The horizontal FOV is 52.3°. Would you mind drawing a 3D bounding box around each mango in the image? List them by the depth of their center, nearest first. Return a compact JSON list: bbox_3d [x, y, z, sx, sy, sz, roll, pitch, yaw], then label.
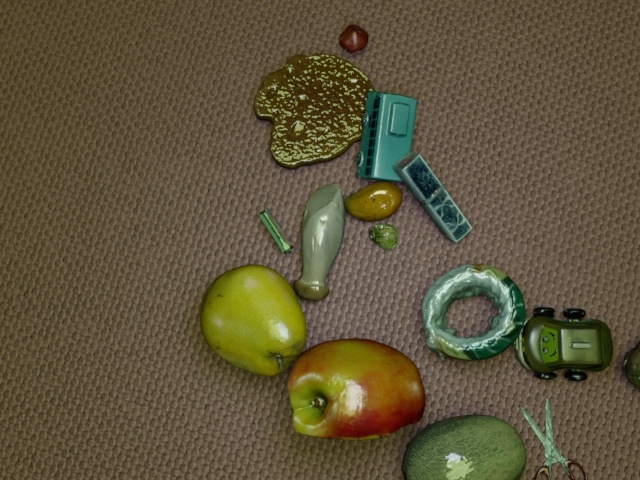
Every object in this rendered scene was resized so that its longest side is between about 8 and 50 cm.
[{"bbox_3d":[0.158,-0.107,1.893,0.165,0.089,0.115,-30,111,7],"label":"mango"}]

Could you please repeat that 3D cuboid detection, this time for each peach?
[{"bbox_3d":[0.113,0.379,1.714,0.307,0.380,0.242,-4,81,28],"label":"peach"}]

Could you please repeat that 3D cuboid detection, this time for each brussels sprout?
[{"bbox_3d":[0.183,-0.015,1.899,0.085,0.058,0.085,-5,70,15],"label":"brussels sprout"}]

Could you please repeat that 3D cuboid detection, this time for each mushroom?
[{"bbox_3d":[0.000,0.000,1.870,0.129,0.128,0.349,11,85,4],"label":"mushroom"}]

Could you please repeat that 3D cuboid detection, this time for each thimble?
[{"bbox_3d":[0.409,0.206,1.783,0.288,0.167,0.254,-36,70,3],"label":"thimble"}]

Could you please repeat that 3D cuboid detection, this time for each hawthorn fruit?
[{"bbox_3d":[0.100,-0.609,1.989,0.093,0.093,0.093,0,81,2],"label":"hawthorn fruit"}]

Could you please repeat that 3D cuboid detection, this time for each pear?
[{"bbox_3d":[-0.176,0.209,1.740,0.285,0.336,0.284,-3,97,-23],"label":"pear"}]

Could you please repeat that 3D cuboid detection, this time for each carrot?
[{"bbox_3d":[0.959,0.286,1.782,0.302,0.138,0.139,-44,82,-6],"label":"carrot"}]

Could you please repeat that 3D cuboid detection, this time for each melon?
[{"bbox_3d":[0.372,0.581,1.694,0.330,0.248,0.248,-17,80,-6],"label":"melon"}]

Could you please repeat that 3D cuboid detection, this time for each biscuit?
[{"bbox_3d":[-0.021,-0.383,1.957,0.359,0.074,0.381,36,85,6],"label":"biscuit"}]

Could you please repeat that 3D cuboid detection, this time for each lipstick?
[{"bbox_3d":[0.319,-0.118,1.836,0.077,0.076,0.289,-43,114,-6],"label":"lipstick"}]

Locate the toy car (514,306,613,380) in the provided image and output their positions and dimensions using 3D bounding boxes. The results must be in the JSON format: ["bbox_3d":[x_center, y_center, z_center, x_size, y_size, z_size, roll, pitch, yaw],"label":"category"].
[{"bbox_3d":[0.664,0.279,1.758,0.248,0.198,0.204,1,82,4],"label":"toy car"}]

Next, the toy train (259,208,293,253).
[{"bbox_3d":[-0.128,-0.026,1.902,0.038,0.071,0.147,-33,81,-3],"label":"toy train"}]

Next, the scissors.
[{"bbox_3d":[0.633,0.570,1.804,0.145,0.017,0.247,-16,79,-1],"label":"scissors"}]

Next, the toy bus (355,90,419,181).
[{"bbox_3d":[0.191,-0.297,1.866,0.129,0.147,0.255,5,96,-20],"label":"toy bus"}]
